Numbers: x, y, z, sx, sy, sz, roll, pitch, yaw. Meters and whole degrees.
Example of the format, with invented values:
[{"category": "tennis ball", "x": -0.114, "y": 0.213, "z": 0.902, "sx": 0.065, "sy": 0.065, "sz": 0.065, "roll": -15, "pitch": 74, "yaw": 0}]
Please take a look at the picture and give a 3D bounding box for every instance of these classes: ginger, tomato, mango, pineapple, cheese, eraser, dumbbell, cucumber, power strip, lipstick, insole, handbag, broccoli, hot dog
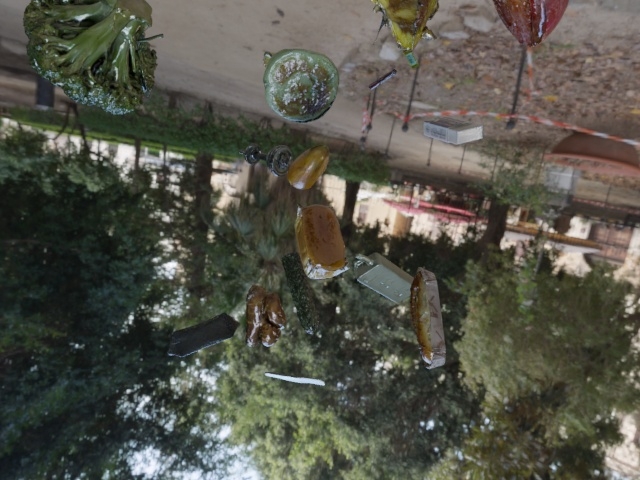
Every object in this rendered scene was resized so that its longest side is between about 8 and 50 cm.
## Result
[{"category": "ginger", "x": -0.127, "y": 0.187, "z": 1.098, "sx": 0.103, "sy": 0.162, "sz": 0.073, "roll": 13, "pitch": -159, "yaw": 18}, {"category": "tomato", "x": 0.650, "y": -0.750, "z": 1.371, "sx": 0.309, "sy": 0.170, "sz": 0.309, "roll": 53, "pitch": -169, "yaw": -16}, {"category": "mango", "x": -0.035, "y": -0.204, "z": 1.301, "sx": 0.089, "sy": 0.115, "sz": 0.165, "roll": 48, "pitch": 153, "yaw": -5}, {"category": "pineapple", "x": 0.194, "y": -0.575, "z": 1.010, "sx": 0.158, "sy": 0.161, "sz": 0.334, "roll": 28, "pitch": 172, "yaw": 21}, {"category": "cheese", "x": -0.163, "y": -0.603, "z": 1.527, "sx": 0.060, "sy": 0.042, "sz": 0.084, "roll": -17, "pitch": -173, "yaw": -40}, {"category": "eraser", "x": 0.508, "y": -0.427, "z": 1.773, "sx": 0.124, "sy": 0.068, "sz": 0.210, "roll": -15, "pitch": -153, "yaw": -19}, {"category": "dumbbell", "x": -0.205, "y": -0.300, "z": 1.653, "sx": 0.254, "sy": 0.110, "sz": 0.110, "roll": 19, "pitch": -167, "yaw": 35}, {"category": "cucumber", "x": -0.078, "y": 0.225, "z": 1.954, "sx": 0.096, "sy": 0.360, "sz": 0.096, "roll": -18, "pitch": 163, "yaw": -6}, {"category": "power strip", "x": 0.185, "y": 0.105, "z": 1.368, "sx": 0.288, "sy": 0.093, "sz": 0.053, "roll": 31, "pitch": -147, "yaw": -42}, {"category": "lipstick", "x": 0.229, "y": -0.592, "z": 1.685, "sx": 0.027, "sy": 0.027, "sz": 0.176, "roll": 6, "pitch": 178, "yaw": -21}, {"category": "insole", "x": -0.078, "y": 0.420, "z": 1.398, "sx": 0.191, "sy": 0.010, "sz": 0.063, "roll": 3, "pitch": 150, "yaw": 17}, {"category": "handbag", "x": -0.399, "y": 0.329, "z": 1.576, "sx": 0.270, "sy": 0.089, "sz": 0.175, "roll": -19, "pitch": 169, "yaw": -18}, {"category": "broccoli", "x": -0.493, "y": -0.442, "z": 1.052, "sx": 0.283, "sy": 0.321, "sz": 0.303, "roll": -28, "pitch": 149, "yaw": 30}, {"category": "hot dog", "x": 0.201, "y": 0.144, "z": 0.873, "sx": 0.053, "sy": 0.192, "sz": 0.099, "roll": -3, "pitch": 165, "yaw": -1}]

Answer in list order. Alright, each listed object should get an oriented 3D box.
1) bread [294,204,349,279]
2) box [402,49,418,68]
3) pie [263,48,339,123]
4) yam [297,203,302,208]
[{"category": "bread", "x": 0.000, "y": 0.000, "z": 1.492, "sx": 0.136, "sy": 0.241, "sz": 0.107, "roll": -3, "pitch": 153, "yaw": -19}, {"category": "box", "x": 0.293, "y": -0.717, "z": 1.605, "sx": 0.030, "sy": 0.193, "sz": 0.121, "roll": -19, "pitch": 166, "yaw": 22}, {"category": "pie", "x": -0.054, "y": -0.462, "z": 1.372, "sx": 0.240, "sy": 0.241, "sz": 0.054, "roll": 7, "pitch": -141, "yaw": -18}, {"category": "yam", "x": -0.066, "y": -0.119, "z": 1.935, "sx": 0.014, "sy": 0.014, "sz": 0.107, "roll": -2, "pitch": -135, "yaw": -50}]
